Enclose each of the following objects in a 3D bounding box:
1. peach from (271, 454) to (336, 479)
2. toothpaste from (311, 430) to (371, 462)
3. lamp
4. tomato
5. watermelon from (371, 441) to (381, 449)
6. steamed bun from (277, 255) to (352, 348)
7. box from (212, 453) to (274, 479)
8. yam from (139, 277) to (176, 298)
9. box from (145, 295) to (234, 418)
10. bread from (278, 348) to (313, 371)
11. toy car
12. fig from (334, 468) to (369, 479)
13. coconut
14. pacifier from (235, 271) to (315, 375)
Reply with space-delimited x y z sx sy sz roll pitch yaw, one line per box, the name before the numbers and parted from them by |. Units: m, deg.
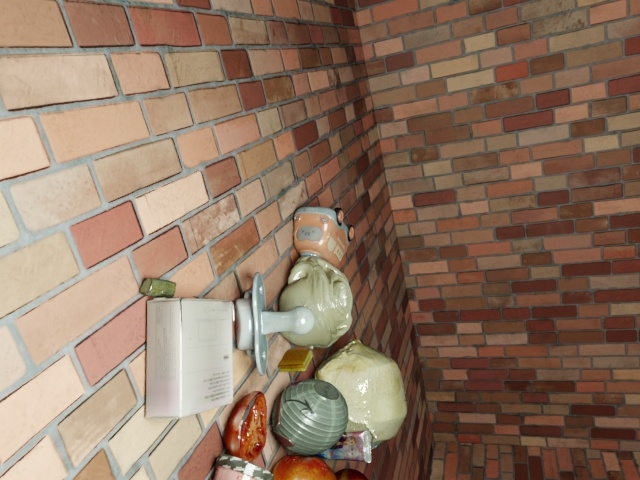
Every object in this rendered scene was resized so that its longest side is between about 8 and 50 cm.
peach | -0.053 0.753 1.443 0.231 0.230 0.231 -6 90 -69
toothpaste | 0.036 0.675 1.603 0.061 0.265 0.096 35 51 -66
lamp | -0.036 0.552 1.514 0.265 0.232 0.234 -7 91 -72
tomato | -0.206 0.493 1.286 0.174 0.082 0.167 -5 93 -73
watermelon | 0.186 0.728 1.983 0.387 0.258 0.229 -41 119 -60
steamed bun | 0.013 0.230 1.689 0.324 0.219 0.310 52 48 -51
box | -0.205 0.613 1.179 0.151 0.151 0.135 63 37 -43
yam | -0.355 0.104 1.068 0.094 0.043 0.043 27 60 -63
box | -0.290 0.257 1.105 0.203 0.106 0.252 20 65 -68
bread | -0.081 0.398 1.612 0.090 0.094 0.035 -53 132 -61
toy car | 0.000 0.000 1.839 0.270 0.180 0.213 53 46 -54
fig | 0.101 0.960 1.819 0.205 0.205 0.206 -6 90 -69
coconut | 0.130 0.545 1.764 0.346 0.345 0.361 25 52 -65
pacifier | -0.126 0.234 1.383 0.238 0.225 0.288 70 19 -80
